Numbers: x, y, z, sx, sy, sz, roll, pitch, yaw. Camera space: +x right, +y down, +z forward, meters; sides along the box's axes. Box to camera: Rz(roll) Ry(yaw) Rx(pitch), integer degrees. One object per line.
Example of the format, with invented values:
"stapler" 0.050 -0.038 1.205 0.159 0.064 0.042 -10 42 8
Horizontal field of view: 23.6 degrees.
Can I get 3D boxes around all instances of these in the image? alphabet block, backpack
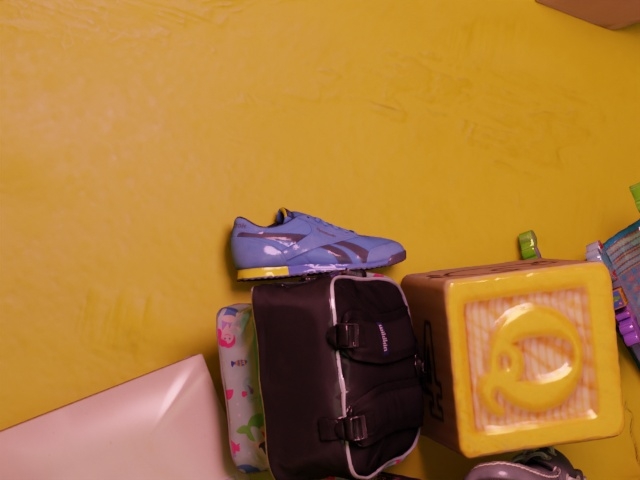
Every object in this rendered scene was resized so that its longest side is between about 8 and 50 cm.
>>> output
"alphabet block" 0.208 0.124 1.701 0.192 0.197 0.193 -8 92 -12
"backpack" 0.011 0.144 1.629 0.253 0.191 0.225 -5 87 -62

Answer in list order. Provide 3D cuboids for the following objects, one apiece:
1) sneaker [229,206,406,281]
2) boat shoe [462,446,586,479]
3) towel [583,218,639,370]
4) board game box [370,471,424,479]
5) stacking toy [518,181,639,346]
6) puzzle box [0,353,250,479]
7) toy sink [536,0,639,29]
"sneaker" 0.000 0.000 1.711 0.209 0.069 0.082 -3 84 -23
"boat shoe" 0.229 0.275 1.706 0.319 0.116 0.099 36 49 -58
"towel" 0.533 0.041 1.877 0.370 0.040 0.271 -31 99 1
"board game box" 0.064 0.375 1.663 0.042 0.165 0.243 19 79 -20
"stacking toy" 0.349 0.061 1.815 0.167 0.052 0.221 -23 91 21
"puzzle box" -0.179 0.354 1.584 0.272 0.052 0.409 -20 90 -18
"toy sink" 0.370 -0.356 1.798 0.131 0.234 0.153 16 81 -21
